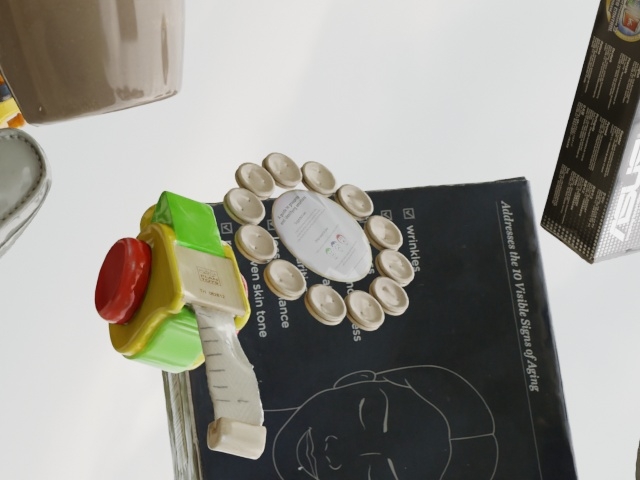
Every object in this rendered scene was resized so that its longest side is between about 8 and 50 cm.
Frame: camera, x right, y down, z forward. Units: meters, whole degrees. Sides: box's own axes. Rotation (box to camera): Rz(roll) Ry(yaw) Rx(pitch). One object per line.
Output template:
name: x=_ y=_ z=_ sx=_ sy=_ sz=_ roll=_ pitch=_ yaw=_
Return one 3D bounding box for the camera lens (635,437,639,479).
camera lens: x=0.518 y=0.263 z=1.875 sx=0.219 sy=0.274 sz=0.219 roll=-167 pitch=-90 yaw=-72

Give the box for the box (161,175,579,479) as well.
box: x=0.046 y=0.194 z=2.169 sx=0.297 sy=0.471 sz=0.480 roll=126 pitch=-42 yaw=-73

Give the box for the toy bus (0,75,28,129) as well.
toy bus: x=-0.399 y=-0.147 z=1.940 sx=0.220 sy=0.211 sz=0.149 roll=-51 pitch=180 yaw=-13

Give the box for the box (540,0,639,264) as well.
box: x=0.277 y=-0.128 z=1.175 sx=0.060 sy=0.216 sz=0.270 roll=40 pitch=-50 yaw=41

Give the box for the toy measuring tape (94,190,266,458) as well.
toy measuring tape: x=-0.105 y=0.080 z=1.278 sx=0.121 sy=0.121 sz=0.330 roll=-57 pitch=-152 yaw=24

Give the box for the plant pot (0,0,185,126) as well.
plant pot: x=-0.220 y=-0.231 z=1.560 sx=0.263 sy=0.263 sz=0.229 roll=-164 pitch=-120 yaw=-74

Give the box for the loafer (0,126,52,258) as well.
loafer: x=-0.333 y=0.004 z=1.279 sx=0.319 sy=0.112 sz=0.111 roll=-38 pitch=173 yaw=-30

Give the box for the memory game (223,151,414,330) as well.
memory game: x=0.000 y=0.000 z=1.409 sx=0.012 sy=0.186 sz=0.186 roll=-49 pitch=-159 yaw=36
